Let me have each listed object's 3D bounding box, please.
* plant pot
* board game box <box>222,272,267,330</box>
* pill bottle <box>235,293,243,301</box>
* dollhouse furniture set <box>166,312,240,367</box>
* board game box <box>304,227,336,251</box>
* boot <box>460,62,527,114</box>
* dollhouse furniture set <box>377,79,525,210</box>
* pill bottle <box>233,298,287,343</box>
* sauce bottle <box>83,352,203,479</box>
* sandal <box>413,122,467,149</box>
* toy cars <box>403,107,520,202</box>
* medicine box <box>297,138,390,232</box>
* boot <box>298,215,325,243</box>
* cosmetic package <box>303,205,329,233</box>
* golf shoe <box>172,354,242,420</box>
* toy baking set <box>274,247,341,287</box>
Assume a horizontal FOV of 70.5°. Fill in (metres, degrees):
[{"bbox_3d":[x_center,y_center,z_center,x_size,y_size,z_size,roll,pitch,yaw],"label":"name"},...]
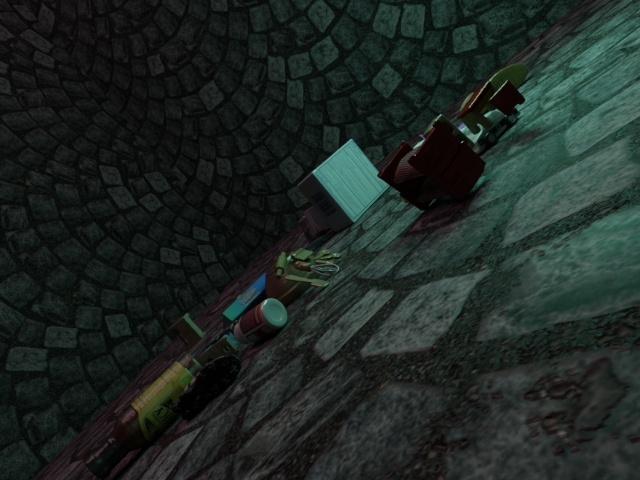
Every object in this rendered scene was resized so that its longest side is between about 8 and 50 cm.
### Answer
[{"bbox_3d":[-0.102,0.114,1.474,0.237,0.110,0.237,-40,8,7],"label":"plant pot"},{"bbox_3d":[-0.248,0.227,1.561,0.210,0.047,0.160,-45,-16,-33],"label":"board game box"},{"bbox_3d":[-0.342,0.268,1.988,0.065,0.065,0.116,-42,7,-12],"label":"pill bottle"},{"bbox_3d":[-0.332,0.277,1.364,0.129,0.183,0.129,-39,7,15],"label":"dollhouse furniture set"},{"bbox_3d":[0.000,0.000,1.989,0.186,0.026,0.126,-39,6,16],"label":"board game box"},{"bbox_3d":[0.666,-0.579,1.772,0.262,0.095,0.203,-43,5,17],"label":"boot"},{"bbox_3d":[0.323,-0.261,1.072,0.374,0.152,0.201,-54,9,-11],"label":"dollhouse furniture set"},{"bbox_3d":[-0.166,0.222,1.219,0.152,0.086,0.086,-35,9,35],"label":"pill bottle"},{"bbox_3d":[-0.444,0.454,1.180,0.344,0.111,0.111,-45,8,-25],"label":"sauce bottle"},{"bbox_3d":[0.395,-0.351,1.736,0.169,0.102,0.416,-46,9,-35],"label":"sandal"},{"bbox_3d":[0.379,-0.258,1.294,0.394,0.087,0.176,-38,8,24],"label":"toy cars"},{"bbox_3d":[0.100,-0.231,1.903,0.289,0.263,0.149,-45,8,-33],"label":"medicine box"},{"bbox_3d":[-0.047,-0.064,2.160,0.095,0.123,0.258,-38,-2,-12],"label":"boot"},{"bbox_3d":[0.051,-0.135,2.017,0.231,0.117,0.085,-29,2,-18],"label":"cosmetic package"},{"bbox_3d":[-0.275,0.341,1.104,0.198,0.077,0.094,-40,6,-1],"label":"golf shoe"},{"bbox_3d":[-0.040,0.069,1.324,0.197,0.030,0.256,-6,22,8],"label":"toy baking set"}]
